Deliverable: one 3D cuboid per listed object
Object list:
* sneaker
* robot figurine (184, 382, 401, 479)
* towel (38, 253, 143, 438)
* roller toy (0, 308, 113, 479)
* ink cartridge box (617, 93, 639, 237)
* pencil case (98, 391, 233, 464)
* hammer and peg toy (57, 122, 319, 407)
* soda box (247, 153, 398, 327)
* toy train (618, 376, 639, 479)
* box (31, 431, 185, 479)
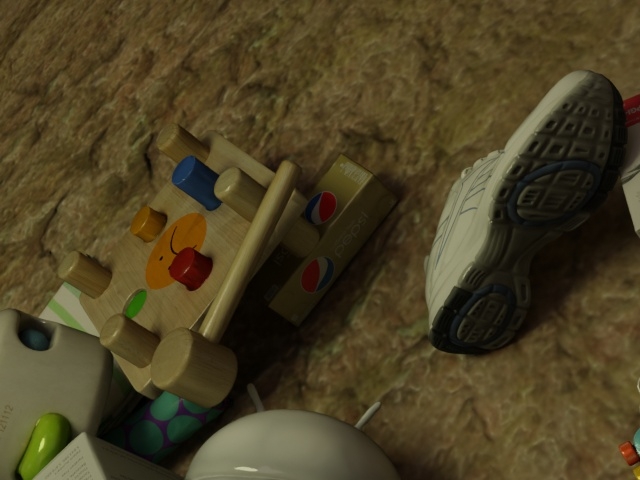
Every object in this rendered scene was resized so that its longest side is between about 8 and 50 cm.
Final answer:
[{"bbox_3d":[0.165,-0.036,0.965,0.297,0.111,0.129,-60,30,30],"label":"sneaker"},{"bbox_3d":[-0.034,0.298,0.902,0.299,0.200,0.353,12,65,-4],"label":"robot figurine"},{"bbox_3d":[-0.332,0.195,1.289,0.325,0.038,0.248,-53,46,-3],"label":"towel"},{"bbox_3d":[-0.319,0.177,1.123,0.209,0.146,0.191,-45,29,52],"label":"roller toy"},{"bbox_3d":[0.303,-0.050,0.939,0.056,0.099,0.135,-22,52,23],"label":"ink cartridge box"},{"bbox_3d":[-0.172,0.199,1.152,0.151,0.064,0.070,-38,10,12],"label":"pencil case"},{"bbox_3d":[-0.117,0.028,1.083,0.266,0.127,0.361,-53,33,-1],"label":"hammer and peg toy"},{"bbox_3d":[0.000,0.000,1.151,0.181,0.061,0.058,-51,46,-1],"label":"soda box"},{"bbox_3d":[0.324,0.166,0.833,0.166,0.046,0.125,15,72,37],"label":"toy train"},{"bbox_3d":[-0.215,0.311,1.035,0.182,0.181,0.119,-44,47,5],"label":"box"}]
